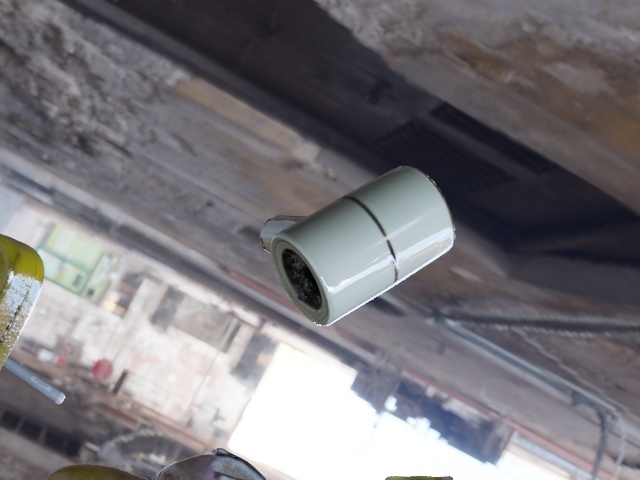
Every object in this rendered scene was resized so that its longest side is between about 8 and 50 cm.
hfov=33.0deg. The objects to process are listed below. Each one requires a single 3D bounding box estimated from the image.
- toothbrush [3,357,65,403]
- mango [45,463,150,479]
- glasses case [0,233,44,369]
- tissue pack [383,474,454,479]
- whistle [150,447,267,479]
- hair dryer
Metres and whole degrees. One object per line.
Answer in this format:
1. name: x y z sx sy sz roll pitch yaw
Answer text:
1. toothbrush: -0.643 0.216 2.113 0.030 0.342 0.025 -31 -155 49
2. mango: -0.237 0.456 1.537 0.199 0.384 0.221 -42 -175 31
3. glasses case: -0.620 0.159 1.876 0.371 0.173 0.141 -62 156 -3
4. tissue pack: 0.157 0.459 1.515 0.234 0.125 0.159 -111 -156 -63
5. whistle: -0.089 0.346 1.220 0.189 0.348 0.189 -15 -114 35
6. hair dryer: 0.000 0.000 1.423 0.203 0.128 0.362 -30 -165 -22
